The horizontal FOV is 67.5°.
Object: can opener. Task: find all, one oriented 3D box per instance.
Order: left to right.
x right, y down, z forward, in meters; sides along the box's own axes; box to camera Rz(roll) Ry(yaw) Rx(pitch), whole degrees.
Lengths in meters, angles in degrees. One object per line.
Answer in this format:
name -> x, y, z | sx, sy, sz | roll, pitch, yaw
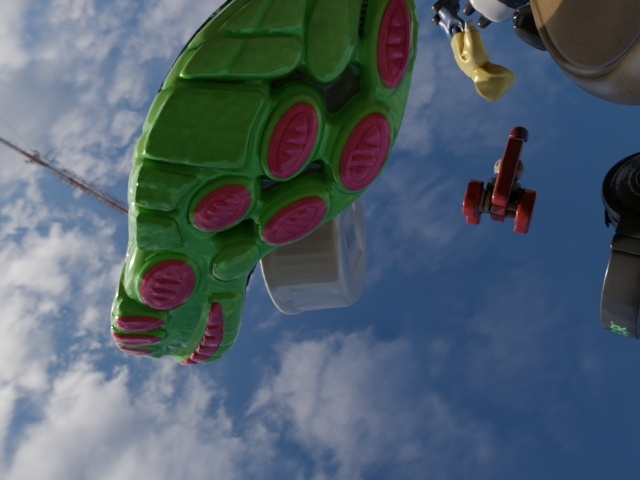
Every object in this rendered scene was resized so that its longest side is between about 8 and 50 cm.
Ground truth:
can opener -> 0.379, -0.310, 0.756 | 0.186, 0.059, 0.073 | 25, -91, -15

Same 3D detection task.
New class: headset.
headset -> 0.475, -0.058, 0.706 | 0.185, 0.243, 0.394 | 20, -85, 41

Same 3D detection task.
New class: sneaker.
sneaker -> -0.098, -0.058, 0.472 | 0.483, 0.185, 0.202 | -48, -143, 37

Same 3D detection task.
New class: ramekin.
ramekin -> 0.000, 0.000, 0.902 | 0.135, 0.277, 0.277 | -3, -108, 17

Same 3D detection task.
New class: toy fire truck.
toy fire truck -> 0.498, -0.165, 1.286 | 0.169, 0.302, 0.253 | 13, -93, 22

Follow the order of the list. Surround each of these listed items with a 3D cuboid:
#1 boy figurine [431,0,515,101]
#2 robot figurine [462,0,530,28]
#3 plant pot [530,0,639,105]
boy figurine -> 0.377, -0.480, 1.191 | 0.092, 0.177, 0.285 | -31, -105, 9
robot figurine -> 0.506, -0.708, 1.280 | 0.209, 0.278, 0.173 | -2, -107, -24
plant pot -> 0.183, -0.203, 0.307 | 0.032, 0.236, 0.236 | -11, -110, 4
